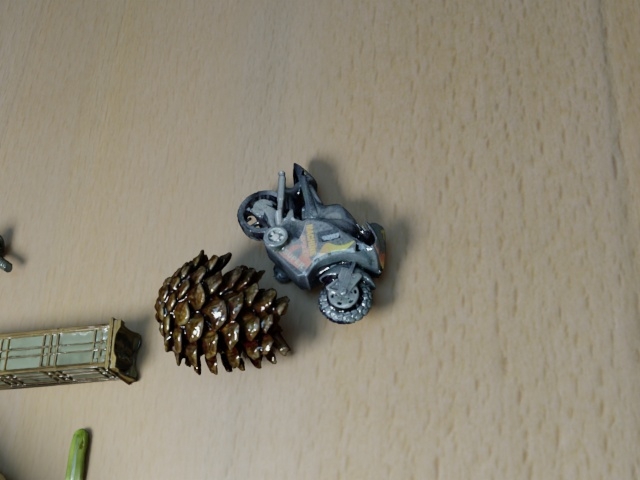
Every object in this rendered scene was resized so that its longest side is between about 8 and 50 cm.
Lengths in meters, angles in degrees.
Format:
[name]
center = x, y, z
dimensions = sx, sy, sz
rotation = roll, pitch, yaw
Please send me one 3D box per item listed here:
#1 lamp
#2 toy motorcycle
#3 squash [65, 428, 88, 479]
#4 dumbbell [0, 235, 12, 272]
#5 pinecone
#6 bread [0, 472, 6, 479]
[lamp]
center = -0.463, 0.195, 1.343
dimensions = 0.325, 0.089, 0.090
rotation = -7, 62, 12
[toy motorcycle]
center = 0.000, 0.000, 1.316
dimensions = 0.173, 0.108, 0.307
rotation = -36, 59, -15
[squash]
center = -0.381, 0.336, 1.285
dimensions = 0.027, 0.027, 0.083
rotation = -6, 63, 12
[dumbbell]
center = -0.650, -0.005, 1.497
dimensions = 0.254, 0.082, 0.082
rotation = 28, 74, 26
[pinecone]
center = -0.145, 0.112, 1.249
dimensions = 0.204, 0.179, 0.184
rotation = 0, 102, 8
[bread]
center = -0.579, 0.400, 1.115
dimensions = 0.328, 0.245, 0.424
rotation = -14, 19, -17
